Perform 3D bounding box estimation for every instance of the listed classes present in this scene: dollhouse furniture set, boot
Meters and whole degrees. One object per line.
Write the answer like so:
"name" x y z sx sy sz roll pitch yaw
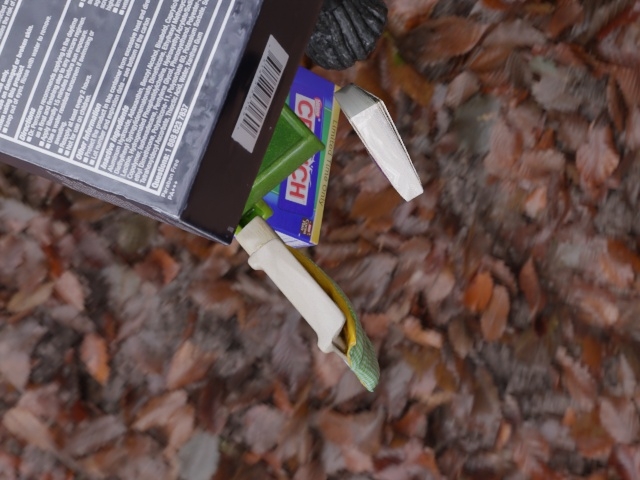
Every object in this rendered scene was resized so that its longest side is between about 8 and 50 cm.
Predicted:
"dollhouse furniture set" 0.000 0.000 1.494 0.151 0.197 0.301 -41 65 1
"boot" -0.034 -0.390 1.502 0.131 0.348 0.260 -16 146 30

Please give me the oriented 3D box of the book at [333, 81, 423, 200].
"book" 0.053 -0.095 1.238 0.035 0.144 0.096 -30 107 0

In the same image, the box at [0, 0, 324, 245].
"box" -0.183 -0.189 1.218 0.294 0.183 0.296 21 86 13

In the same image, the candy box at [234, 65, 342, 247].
"candy box" -0.123 -0.153 1.955 0.122 0.317 0.268 -3 73 40
